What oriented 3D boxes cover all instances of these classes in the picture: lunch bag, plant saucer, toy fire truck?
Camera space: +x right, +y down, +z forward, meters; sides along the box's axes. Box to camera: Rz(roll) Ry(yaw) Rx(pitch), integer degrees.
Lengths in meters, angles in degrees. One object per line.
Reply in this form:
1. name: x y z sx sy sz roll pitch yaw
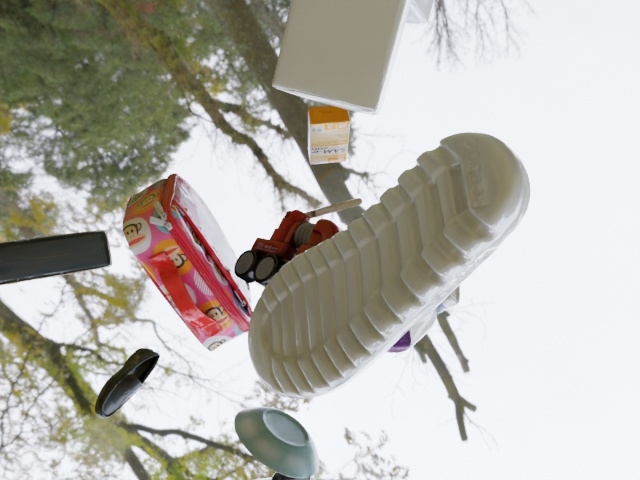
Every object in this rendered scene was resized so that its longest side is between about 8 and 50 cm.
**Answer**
1. lunch bag: -0.228 0.045 0.970 0.120 0.293 0.258 -28 -153 3
2. plant saucer: -0.077 0.384 1.092 0.037 0.195 0.195 -59 -143 9
3. toy fire truck: 0.000 0.000 0.991 0.217 0.158 0.246 9 -111 48

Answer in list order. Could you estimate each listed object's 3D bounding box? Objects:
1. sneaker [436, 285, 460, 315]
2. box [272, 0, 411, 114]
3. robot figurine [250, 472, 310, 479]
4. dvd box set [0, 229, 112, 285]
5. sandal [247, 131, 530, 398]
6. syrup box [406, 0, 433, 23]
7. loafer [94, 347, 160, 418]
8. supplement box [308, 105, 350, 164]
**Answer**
1. sneaker: 0.261 0.120 1.525 0.236 0.130 0.322 -28 -163 25
2. box: 0.042 -0.252 0.469 0.094 0.275 0.113 16 -168 5
3. robot figurine: -0.115 0.610 1.199 0.209 0.278 0.173 -32 -122 31
4. dvd box set: -0.524 0.035 0.944 0.308 0.062 0.420 -10 -177 -21
5. sandal: 0.065 0.058 0.609 0.416 0.102 0.169 -40 -130 35
6. syrup box: 0.075 -0.441 0.952 0.237 0.096 0.093 15 -92 30
7. loafer: -0.524 0.386 1.503 0.078 0.076 0.223 0 -140 32
8. supplement box: 0.012 -0.165 0.868 0.062 0.098 0.036 -6 -119 -4
